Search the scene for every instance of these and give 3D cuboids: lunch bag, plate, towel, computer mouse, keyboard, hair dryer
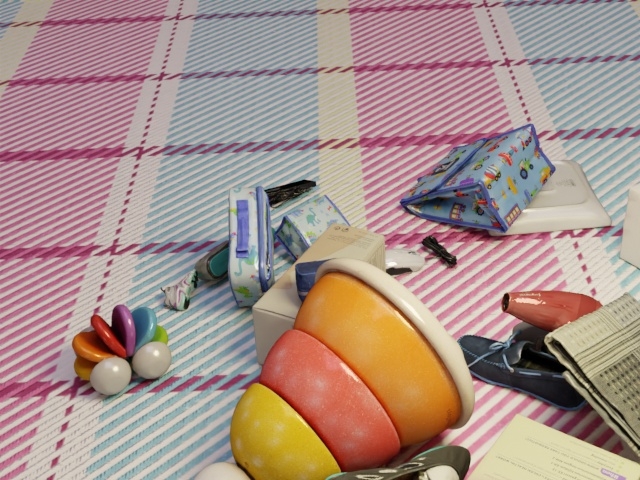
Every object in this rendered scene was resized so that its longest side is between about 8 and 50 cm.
[{"bbox_3d":[-0.139,0.011,2.084,0.090,0.176,0.219,-4,61,1],"label":"lunch bag"},{"bbox_3d":[0.492,-0.111,2.384,0.277,0.045,0.277,-4,33,-2],"label":"plate"},{"bbox_3d":[0.523,0.239,1.690,0.324,0.056,0.312,-15,60,-50],"label":"towel"},{"bbox_3d":[0.000,0.000,2.213,0.128,0.096,0.151,-31,72,-35],"label":"lunch bag"},{"bbox_3d":[0.180,0.037,2.187,0.193,0.042,0.106,-14,36,-16],"label":"computer mouse"},{"bbox_3d":[0.332,-0.133,2.334,0.293,0.138,0.221,-1,38,50],"label":"lunch bag"},{"bbox_3d":[-0.102,-0.100,2.434,0.192,0.038,0.100,-17,13,-18],"label":"keyboard"},{"bbox_3d":[0.005,0.074,1.871,0.098,0.065,0.067,-7,19,-5],"label":"lunch bag"},{"bbox_3d":[0.445,0.163,1.802,0.293,0.080,0.223,31,29,21],"label":"hair dryer"}]

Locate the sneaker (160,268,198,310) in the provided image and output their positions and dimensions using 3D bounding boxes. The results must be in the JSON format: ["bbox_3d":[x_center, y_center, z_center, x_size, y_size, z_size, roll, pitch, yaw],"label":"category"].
[{"bbox_3d":[-0.291,0.096,2.127,0.069,0.038,0.098,4,49,19],"label":"sneaker"}]

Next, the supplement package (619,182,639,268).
[{"bbox_3d":[0.771,-0.003,2.084,0.175,0.178,0.293,-24,40,-28],"label":"supplement package"}]

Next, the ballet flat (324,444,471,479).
[{"bbox_3d":[0.133,0.387,1.600,0.280,0.095,0.096,-9,27,-28],"label":"ballet flat"}]

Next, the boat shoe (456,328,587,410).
[{"bbox_3d":[0.363,0.210,1.873,0.258,0.089,0.109,16,38,25],"label":"boat shoe"}]

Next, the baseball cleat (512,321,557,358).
[{"bbox_3d":[0.446,0.199,1.902,0.205,0.072,0.109,7,35,16],"label":"baseball cleat"}]

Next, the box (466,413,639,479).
[{"bbox_3d":[0.331,0.407,1.559,0.213,0.117,0.243,19,39,29],"label":"box"}]

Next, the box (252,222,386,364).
[{"bbox_3d":[0.004,0.111,2.001,0.121,0.148,0.311,16,37,25],"label":"box"}]

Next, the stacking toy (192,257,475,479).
[{"bbox_3d":[-0.025,0.287,1.653,0.480,0.351,0.350,-39,46,-21],"label":"stacking toy"}]

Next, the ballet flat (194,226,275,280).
[{"bbox_3d":[-0.184,0.022,2.220,0.068,0.072,0.213,-13,16,47],"label":"ballet flat"}]

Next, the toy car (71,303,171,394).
[{"bbox_3d":[-0.369,0.182,1.926,0.182,0.136,0.159,-19,37,-23],"label":"toy car"}]
